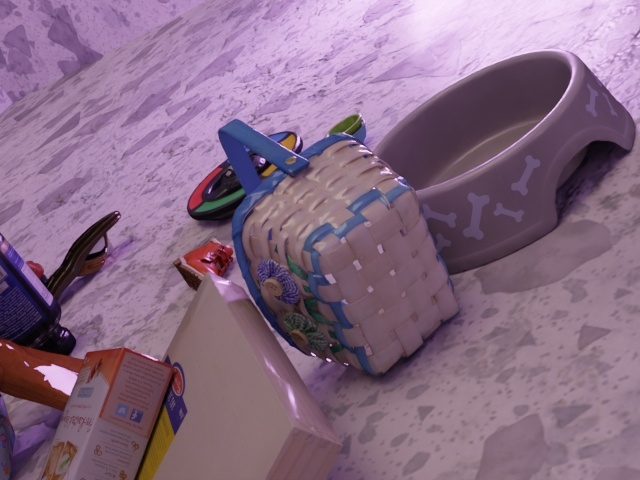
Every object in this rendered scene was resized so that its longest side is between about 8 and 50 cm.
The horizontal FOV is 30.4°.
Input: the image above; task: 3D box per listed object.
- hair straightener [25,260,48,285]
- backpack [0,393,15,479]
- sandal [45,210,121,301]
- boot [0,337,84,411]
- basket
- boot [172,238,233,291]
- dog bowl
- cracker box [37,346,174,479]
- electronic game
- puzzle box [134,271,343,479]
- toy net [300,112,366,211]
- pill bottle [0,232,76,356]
[{"bbox_3d":[-0.542,0.148,2.028,0.089,0.047,0.230,92,-158,-65],"label":"hair straightener"},{"bbox_3d":[-0.499,0.278,1.575,0.165,0.144,0.188,-15,30,-7],"label":"backpack"},{"bbox_3d":[-0.419,0.041,2.084,0.219,0.060,0.090,-57,22,-15],"label":"sandal"},{"bbox_3d":[-0.429,0.193,1.541,0.096,0.280,0.264,-64,15,9],"label":"boot"},{"bbox_3d":[0.000,0.000,1.303,0.201,0.255,0.289,-35,31,-13],"label":"basket"},{"bbox_3d":[-0.162,0.036,1.723,0.084,0.059,0.158,-33,20,-9],"label":"boot"},{"bbox_3d":[0.202,-0.107,1.439,0.348,0.102,0.349,-30,22,13],"label":"dog bowl"},{"bbox_3d":[-0.246,0.234,1.261,0.155,0.067,0.232,-16,53,63],"label":"cracker box"},{"bbox_3d":[-0.128,-0.110,1.985,0.229,0.048,0.229,-29,23,14],"label":"electronic game"},{"bbox_3d":[-0.113,0.213,1.134,0.272,0.052,0.409,-62,21,9],"label":"puzzle box"},{"bbox_3d":[-0.015,-0.108,1.821,0.122,0.045,0.232,-9,33,47],"label":"toy net"},{"bbox_3d":[-0.480,0.102,1.816,0.122,0.219,0.123,-29,22,13],"label":"pill bottle"}]
